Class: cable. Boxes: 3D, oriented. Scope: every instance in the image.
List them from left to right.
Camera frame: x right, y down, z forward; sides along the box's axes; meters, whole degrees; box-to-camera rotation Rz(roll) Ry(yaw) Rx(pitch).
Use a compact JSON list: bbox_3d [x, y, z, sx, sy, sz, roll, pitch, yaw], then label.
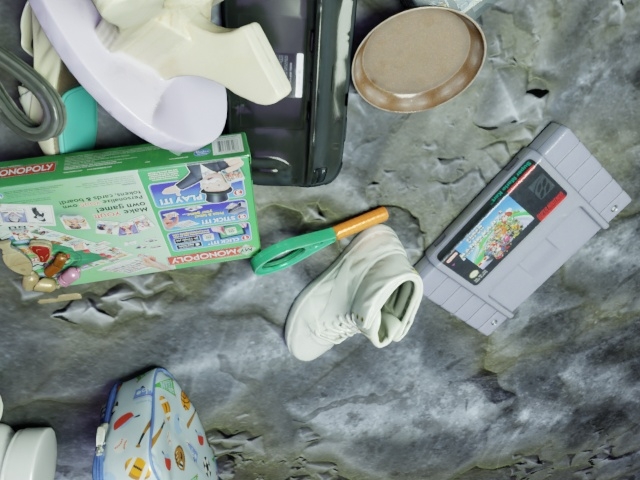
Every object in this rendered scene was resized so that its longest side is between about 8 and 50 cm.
[{"bbox_3d":[-0.384,-0.229,0.488,0.287,0.072,0.139,32,104,-18],"label":"cable"}]

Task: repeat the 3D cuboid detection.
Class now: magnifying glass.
[{"bbox_3d":[0.000,0.000,0.741,0.230,0.026,0.092,-24,165,-10],"label":"magnifying glass"}]

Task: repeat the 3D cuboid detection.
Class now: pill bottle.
[{"bbox_3d":[-0.600,0.383,0.758,0.283,0.161,0.161,1,119,-14],"label":"pill bottle"}]

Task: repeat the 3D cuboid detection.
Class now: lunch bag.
[{"bbox_3d":[-0.267,0.382,0.790,0.114,0.243,0.304,-20,123,-2],"label":"lunch bag"}]

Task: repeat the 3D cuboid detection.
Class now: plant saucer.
[{"bbox_3d":[0.123,-0.232,0.603,0.168,0.029,0.168,-3,152,-2],"label":"plant saucer"}]

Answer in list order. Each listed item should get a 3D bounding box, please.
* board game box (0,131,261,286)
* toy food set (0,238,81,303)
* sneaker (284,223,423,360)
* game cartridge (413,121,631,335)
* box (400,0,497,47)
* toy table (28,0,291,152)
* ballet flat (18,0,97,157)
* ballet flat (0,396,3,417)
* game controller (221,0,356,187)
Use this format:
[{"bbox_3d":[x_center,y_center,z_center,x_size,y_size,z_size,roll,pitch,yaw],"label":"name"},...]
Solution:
[{"bbox_3d":[-0.245,-0.030,0.626,0.317,0.046,0.214,-9,146,-9],"label":"board game box"},{"bbox_3d":[-0.361,0.036,0.621,0.077,0.019,0.122,-7,137,-12],"label":"toy food set"},{"bbox_3d":[0.044,0.127,0.762,0.108,0.169,0.293,25,112,-27],"label":"sneaker"},{"bbox_3d":[0.344,-0.003,0.826,0.230,0.068,0.355,30,109,-31],"label":"game cartridge"},{"bbox_3d":[0.152,-0.384,0.554,0.183,0.059,0.233,-39,122,10],"label":"box"},{"bbox_3d":[-0.151,-0.234,0.457,0.160,0.252,0.274,-14,126,39],"label":"toy table"},{"bbox_3d":[-0.309,-0.195,0.551,0.086,0.086,0.249,9,116,-18],"label":"ballet flat"},{"bbox_3d":[-0.677,0.236,0.684,0.399,0.139,0.139,16,115,-14],"label":"ballet flat"},{"bbox_3d":[-0.042,-0.218,0.613,0.166,0.067,0.319,5,119,0],"label":"game controller"}]
